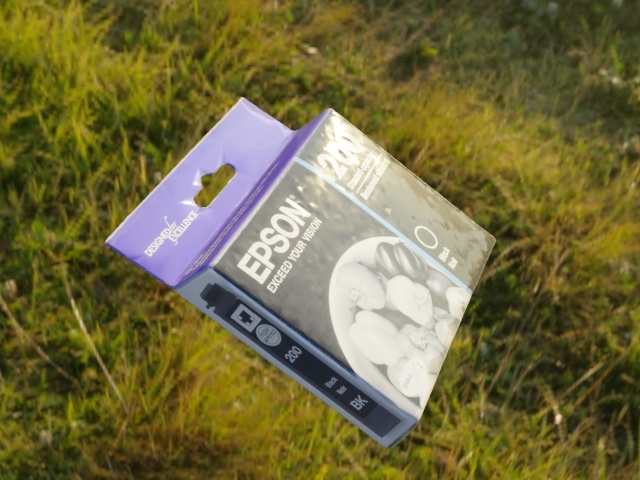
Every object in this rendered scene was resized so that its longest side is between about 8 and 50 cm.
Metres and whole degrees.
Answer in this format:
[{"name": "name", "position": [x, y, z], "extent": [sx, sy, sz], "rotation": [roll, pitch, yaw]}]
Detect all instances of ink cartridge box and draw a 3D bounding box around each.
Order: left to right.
[{"name": "ink cartridge box", "position": [0.000, 0.000, 0.752], "extent": [0.208, 0.045, 0.206], "rotation": [36, 38, -3]}]
